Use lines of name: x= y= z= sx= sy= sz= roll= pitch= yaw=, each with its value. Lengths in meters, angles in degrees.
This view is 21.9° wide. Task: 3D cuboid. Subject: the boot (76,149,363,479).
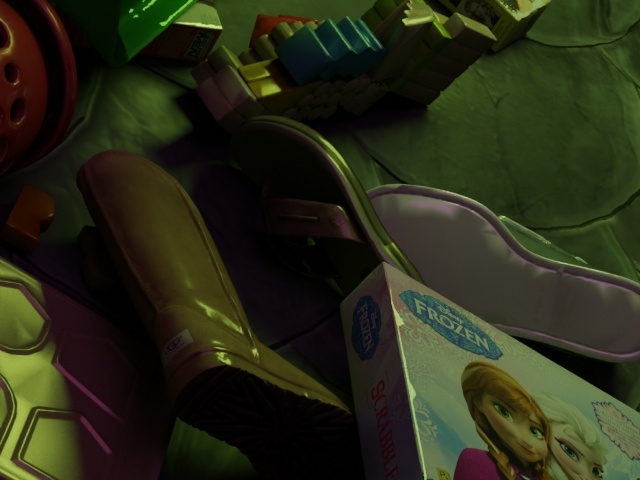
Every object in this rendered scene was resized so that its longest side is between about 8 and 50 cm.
boot: x=-0.080 y=0.063 z=1.379 sx=0.236 sy=0.089 sz=0.269 roll=43 pitch=12 yaw=-44

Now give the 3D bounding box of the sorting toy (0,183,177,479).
sorting toy: x=-0.219 y=0.089 z=1.322 sx=0.229 sy=0.041 sz=0.307 roll=29 pitch=35 yaw=-12

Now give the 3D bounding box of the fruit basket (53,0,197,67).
fruit basket: x=-0.062 y=-0.332 z=1.527 sx=0.392 sy=0.283 sz=0.392 roll=8 pitch=46 yaw=-8

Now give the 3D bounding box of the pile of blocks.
pile of blocks: x=0.016 y=-0.203 z=1.657 sx=0.362 sy=0.149 sz=0.112 roll=-16 pitch=62 yaw=-41

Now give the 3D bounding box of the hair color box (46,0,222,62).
hair color box: x=-0.189 y=-0.232 z=1.622 sx=0.167 sy=0.053 sz=0.093 roll=4 pitch=50 yaw=-32

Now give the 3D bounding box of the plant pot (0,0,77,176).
plant pot: x=-0.310 y=-0.125 z=1.349 sx=0.191 sy=0.191 sz=0.174 roll=47 pitch=33 yaw=13

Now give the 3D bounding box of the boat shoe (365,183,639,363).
boat shoe: x=0.172 y=0.035 z=1.603 sx=0.319 sy=0.116 sz=0.099 roll=21 pitch=0 yaw=-6

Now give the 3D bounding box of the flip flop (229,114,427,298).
flip flop: x=0.000 y=0.000 z=1.505 sx=0.080 sy=0.112 sz=0.277 roll=-27 pitch=74 yaw=-30

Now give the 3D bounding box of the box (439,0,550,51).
box: x=0.154 y=-0.326 z=1.930 sx=0.232 sy=0.058 sz=0.087 roll=43 pitch=42 yaw=10

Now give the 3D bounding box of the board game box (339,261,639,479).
board game box: x=0.169 y=0.201 z=1.352 sx=0.319 sy=0.066 sz=0.318 roll=30 pitch=28 yaw=-26
